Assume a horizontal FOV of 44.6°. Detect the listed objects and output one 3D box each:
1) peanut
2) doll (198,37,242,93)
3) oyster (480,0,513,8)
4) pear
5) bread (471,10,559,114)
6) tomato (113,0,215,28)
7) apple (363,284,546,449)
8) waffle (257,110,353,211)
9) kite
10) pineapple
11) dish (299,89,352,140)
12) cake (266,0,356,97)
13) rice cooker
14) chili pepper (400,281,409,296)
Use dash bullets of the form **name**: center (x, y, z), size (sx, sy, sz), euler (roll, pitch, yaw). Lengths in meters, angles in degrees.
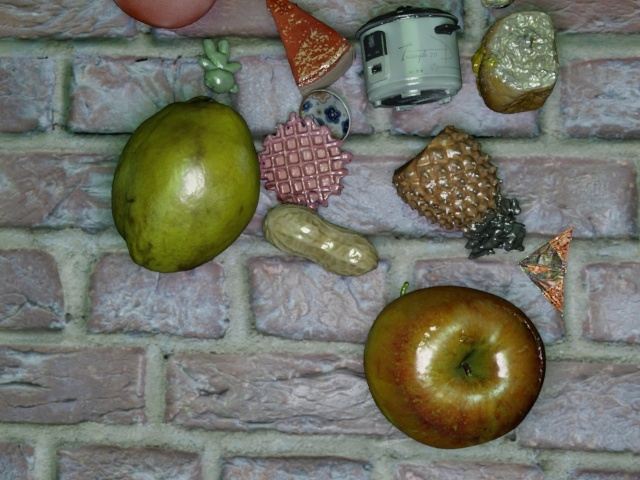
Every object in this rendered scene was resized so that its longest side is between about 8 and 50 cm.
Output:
- **peanut**: center (0.000, 0.000, 1.854), size (0.299, 0.136, 0.120), euler (23, 85, 5)
- **doll**: center (-0.255, -0.433, 1.947), size (0.115, 0.077, 0.150), euler (5, 72, -32)
- **oyster**: center (0.434, -0.592, 1.916), size (0.083, 0.019, 0.054), euler (2, 85, 7)
- **pear**: center (-0.303, -0.126, 1.794), size (0.352, 0.352, 0.413), euler (25, 93, 6)
- **bread**: center (0.440, -0.405, 1.789), size (0.176, 0.246, 0.195), euler (-7, 82, 3)
- **tomato**: center (-0.371, -0.672, 1.845), size (0.322, 0.321, 0.321), euler (0, 86, 5)
- **apple**: center (0.284, 0.276, 1.715), size (0.384, 0.374, 0.374), euler (13, 87, -9)
- **waffle**: center (-0.042, -0.185, 1.894), size (0.234, 0.055, 0.221), euler (38, 102, 8)
- **kite**: center (0.531, 0.062, 1.866), size (0.125, 0.008, 0.222), euler (9, 87, 6)
- **pineapple**: center (0.349, -0.082, 1.809), size (0.223, 0.223, 0.357), euler (-44, 95, 1)
- **dish**: center (0.026, -0.311, 1.910), size (0.141, 0.078, 0.141), euler (14, 122, 24)
- **cake**: center (-0.066, -0.462, 1.883), size (0.262, 0.158, 0.159), euler (35, 89, 9)
- **rice cooker**: center (0.207, -0.431, 1.815), size (0.241, 0.281, 0.226), euler (-6, 89, -36)
- **chili pepper**: center (0.207, 0.140, 1.884), size (0.030, 0.017, 0.083), euler (-2, 85, 3)
